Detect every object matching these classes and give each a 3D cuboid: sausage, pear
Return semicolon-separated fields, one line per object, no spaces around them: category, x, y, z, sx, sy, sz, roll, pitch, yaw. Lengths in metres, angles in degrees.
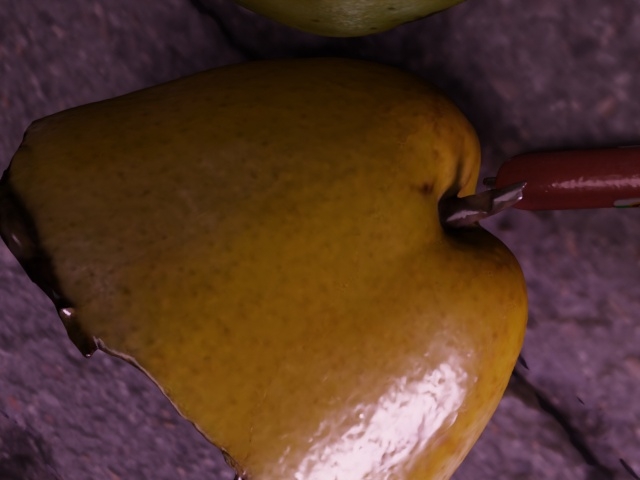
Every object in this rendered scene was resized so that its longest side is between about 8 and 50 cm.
sausage;0.178;-0.030;0.602;0.223;0.029;0.029;-1;114;27
pear;0.002;0.002;0.630;0.178;0.267;0.267;-41;93;6

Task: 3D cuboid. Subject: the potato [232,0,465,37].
potato;0.045;-0.201;0.477;0.216;0.216;0.304;46;138;-1
